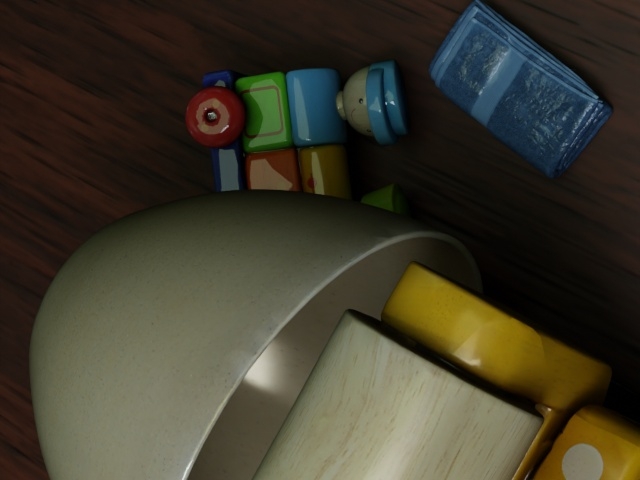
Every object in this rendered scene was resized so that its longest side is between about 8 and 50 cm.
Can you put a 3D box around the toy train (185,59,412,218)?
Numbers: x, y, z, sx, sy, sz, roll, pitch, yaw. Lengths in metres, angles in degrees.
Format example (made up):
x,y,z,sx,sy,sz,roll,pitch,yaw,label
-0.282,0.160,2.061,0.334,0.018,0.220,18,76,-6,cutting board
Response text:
x,y,z,sx,sy,sz,roll,pitch,yaw,label
0.000,0.000,1.012,0.143,0.105,0.248,-8,88,17,toy train

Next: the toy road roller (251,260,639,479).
x,y,z,sx,sy,sz,roll,pitch,yaw,label
0.133,0.168,0.800,0.241,0.329,0.202,30,92,34,toy road roller

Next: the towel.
x,y,z,sx,sy,sz,roll,pitch,yaw,label
0.128,-0.099,0.967,0.119,0.029,0.067,42,112,22,towel

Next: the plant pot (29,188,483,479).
x,y,z,sx,sy,sz,roll,pitch,yaw,label
-0.061,0.082,0.882,0.191,0.284,0.284,30,106,30,plant pot
